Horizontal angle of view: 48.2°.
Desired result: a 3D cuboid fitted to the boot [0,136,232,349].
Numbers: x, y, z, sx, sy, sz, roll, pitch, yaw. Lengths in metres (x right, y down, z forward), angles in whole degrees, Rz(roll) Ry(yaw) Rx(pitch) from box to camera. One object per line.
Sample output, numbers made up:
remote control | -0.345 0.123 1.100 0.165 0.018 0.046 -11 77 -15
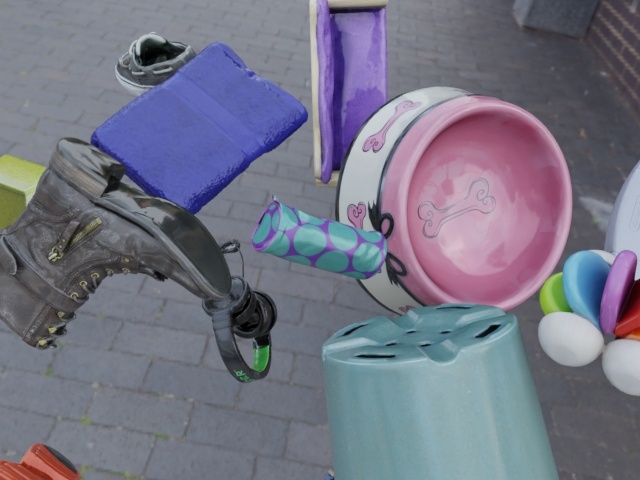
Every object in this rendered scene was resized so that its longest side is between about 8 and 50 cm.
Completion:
boot | -0.253 0.038 0.797 0.263 0.229 0.091 39 17 -1

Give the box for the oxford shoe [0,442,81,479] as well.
oxford shoe | -0.338 0.303 0.790 0.097 0.271 0.098 39 80 1

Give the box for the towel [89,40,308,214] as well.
towel | -0.200 -0.185 1.210 0.227 0.076 0.308 40 62 13

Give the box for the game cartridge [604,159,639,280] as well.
game cartridge | 0.628 -0.019 1.293 0.198 0.062 0.297 21 72 11

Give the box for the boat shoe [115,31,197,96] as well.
boat shoe | -0.317 -0.358 1.415 0.335 0.119 0.121 18 59 43

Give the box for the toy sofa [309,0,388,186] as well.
toy sofa | 0.058 -0.287 1.377 0.150 0.363 0.177 -2 11 0

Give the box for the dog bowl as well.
dog bowl | 0.237 -0.055 1.178 0.408 0.408 0.150 -4 7 -24

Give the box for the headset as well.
headset | -0.233 0.181 1.876 0.185 0.243 0.394 -16 64 16

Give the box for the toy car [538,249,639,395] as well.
toy car | 0.348 0.073 0.823 0.182 0.136 0.159 24 54 22

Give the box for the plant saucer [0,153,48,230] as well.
plant saucer | -0.422 -0.015 1.002 0.188 0.188 0.045 16 18 40

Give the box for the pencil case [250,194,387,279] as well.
pencil case | 0.000 0.000 0.829 0.151 0.064 0.070 17 29 -25

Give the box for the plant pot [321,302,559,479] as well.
plant pot | 0.153 0.273 0.927 0.341 0.334 0.341 -11 6 1

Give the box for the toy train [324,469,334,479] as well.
toy train | 0.013 0.456 1.185 0.036 0.158 0.027 7 -2 -16
